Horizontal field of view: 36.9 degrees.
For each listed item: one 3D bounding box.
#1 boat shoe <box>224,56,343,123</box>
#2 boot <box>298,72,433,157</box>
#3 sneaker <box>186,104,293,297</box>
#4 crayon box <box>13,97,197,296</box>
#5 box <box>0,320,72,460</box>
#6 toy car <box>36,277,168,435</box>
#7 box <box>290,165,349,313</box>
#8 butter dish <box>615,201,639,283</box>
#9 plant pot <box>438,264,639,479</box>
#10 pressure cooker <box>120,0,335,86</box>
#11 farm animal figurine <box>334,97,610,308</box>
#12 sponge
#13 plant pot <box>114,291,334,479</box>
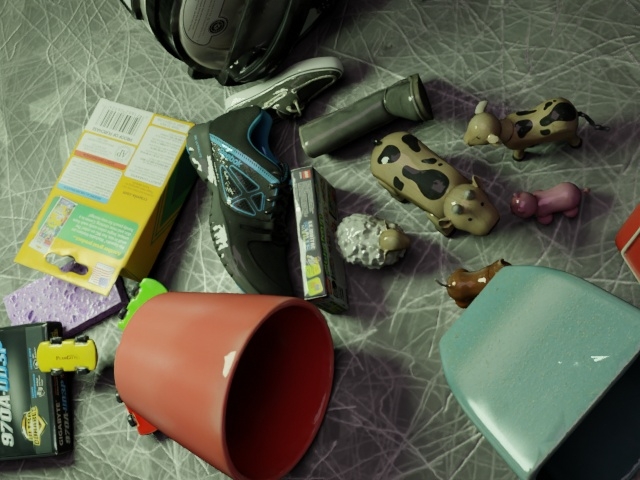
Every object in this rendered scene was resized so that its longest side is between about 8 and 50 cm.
[{"bbox_3d":[-0.055,-0.232,1.587,0.219,0.078,0.070,-22,68,21],"label":"boat shoe"},{"bbox_3d":[0.066,-0.189,1.485,0.208,0.189,0.076,-18,100,7],"label":"boot"},{"bbox_3d":[-0.102,-0.055,1.508,0.140,0.125,0.340,-24,77,15],"label":"sneaker"},{"bbox_3d":[-0.346,-0.065,1.616,0.203,0.083,0.323,18,73,23],"label":"crayon box"},{"bbox_3d":[-0.511,0.252,1.605,0.175,0.051,0.220,-8,84,17],"label":"box"},{"bbox_3d":[-0.309,0.164,1.544,0.239,0.053,0.225,31,93,4],"label":"toy car"},{"bbox_3d":[0.000,0.000,1.478,0.036,0.114,0.207,-12,71,17],"label":"box"},{"bbox_3d":[0.496,0.017,1.295,0.118,0.160,0.160,-21,67,-12],"label":"butter dish"},{"bbox_3d":[0.304,0.175,1.262,0.247,0.248,0.252,-50,48,1],"label":"plant pot"},{"bbox_3d":[-0.155,-0.478,1.527,0.375,0.370,0.420,-39,67,0],"label":"pressure cooker"},{"bbox_3d":[0.208,-0.081,1.394,0.327,0.172,0.330,20,83,23],"label":"farm animal figurine"},{"bbox_3d":[-0.439,0.105,1.651,0.210,0.031,0.117,-28,68,11],"label":"sponge"},{"bbox_3d":[-0.150,0.193,1.414,0.243,0.275,0.275,13,80,33],"label":"plant pot"}]
